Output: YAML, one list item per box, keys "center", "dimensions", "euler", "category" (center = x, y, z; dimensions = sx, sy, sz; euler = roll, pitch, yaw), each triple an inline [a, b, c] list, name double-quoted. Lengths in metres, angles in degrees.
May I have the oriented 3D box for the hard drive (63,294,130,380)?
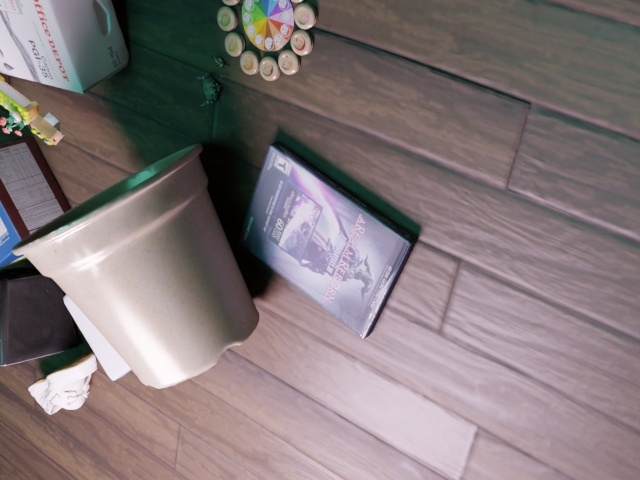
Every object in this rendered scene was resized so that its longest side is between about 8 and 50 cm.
- center: [-0.372, 0.129, 1.574]
  dimensions: [0.307, 0.040, 0.203]
  euler: [-36, 85, 40]
  category: "hard drive"

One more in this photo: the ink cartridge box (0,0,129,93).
- center: [-0.486, -0.384, 1.373]
  dimensions: [0.283, 0.117, 0.207]
  euler: [18, 137, 31]
  category: "ink cartridge box"

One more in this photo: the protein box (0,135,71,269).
- center: [-0.632, -0.067, 1.630]
  dimensions: [0.200, 0.136, 0.201]
  euler: [-28, 89, 41]
  category: "protein box"

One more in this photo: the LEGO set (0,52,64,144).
- center: [-0.583, -0.260, 1.400]
  dimensions: [0.132, 0.107, 0.287]
  euler: [-7, 123, 49]
  category: "LEGO set"

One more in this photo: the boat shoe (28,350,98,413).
- center: [-0.534, 0.312, 1.736]
  dimensions: [0.277, 0.098, 0.096]
  euler: [-31, 88, 49]
  category: "boat shoe"

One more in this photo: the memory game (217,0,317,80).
- center: [-0.082, -0.327, 1.195]
  dimensions: [0.186, 0.012, 0.186]
  euler: [14, 115, 32]
  category: "memory game"

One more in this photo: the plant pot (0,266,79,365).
- center: [-0.643, 0.150, 1.703]
  dimensions: [0.187, 0.188, 0.167]
  euler: [5, 100, 36]
  category: "plant pot"

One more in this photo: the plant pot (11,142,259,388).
- center: [-0.264, 0.056, 1.311]
  dimensions: [0.334, 0.334, 0.305]
  euler: [-18, 107, 40]
  category: "plant pot"

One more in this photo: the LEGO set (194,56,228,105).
- center: [-0.169, -0.251, 1.289]
  dimensions: [0.083, 0.023, 0.054]
  euler: [-43, 82, 26]
  category: "LEGO set"

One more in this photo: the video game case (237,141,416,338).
- center: [0.000, 0.000, 1.254]
  dimensions: [0.274, 0.026, 0.196]
  euler: [37, 126, 21]
  category: "video game case"
